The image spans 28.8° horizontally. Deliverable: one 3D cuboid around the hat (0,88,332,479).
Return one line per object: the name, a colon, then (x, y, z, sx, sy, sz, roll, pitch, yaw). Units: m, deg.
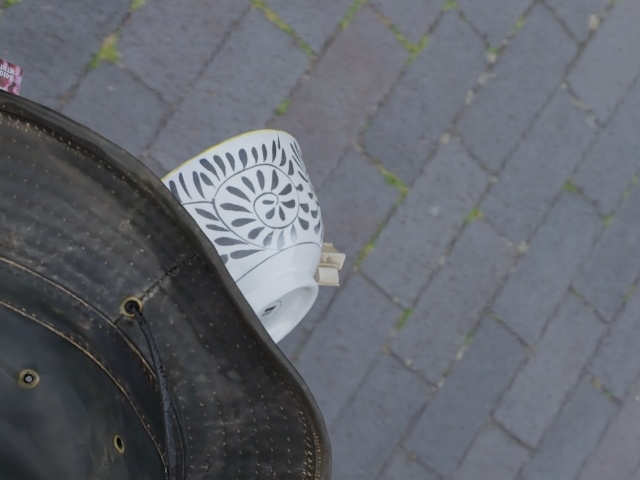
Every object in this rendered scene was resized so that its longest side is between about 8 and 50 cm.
hat: (-0.164, 0.108, 0.533, 0.331, 0.134, 0.331, 3, 116, 7)

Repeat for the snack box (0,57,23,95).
snack box: (-0.393, -0.100, 1.239, 0.174, 0.070, 0.207, 21, 76, -58)

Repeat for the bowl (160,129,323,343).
bowl: (-0.054, 0.022, 0.736, 0.170, 0.080, 0.170, -36, 160, -15)

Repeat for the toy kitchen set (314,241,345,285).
toy kitchen set: (0.000, 0.000, 1.341, 0.083, 0.068, 0.075, 5, 117, -35)
